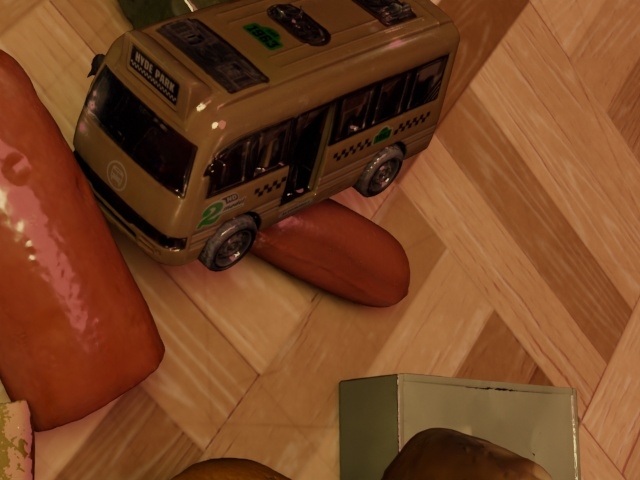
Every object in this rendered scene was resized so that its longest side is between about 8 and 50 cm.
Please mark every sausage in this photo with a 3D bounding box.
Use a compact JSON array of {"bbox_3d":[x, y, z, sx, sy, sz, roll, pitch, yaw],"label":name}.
[{"bbox_3d":[-0.203,-0.009,0.726,0.113,0.113,0.259,-31,100,-40],"label":"sausage"},{"bbox_3d":[0.000,0.000,0.915,0.194,0.077,0.077,25,64,-32],"label":"sausage"}]

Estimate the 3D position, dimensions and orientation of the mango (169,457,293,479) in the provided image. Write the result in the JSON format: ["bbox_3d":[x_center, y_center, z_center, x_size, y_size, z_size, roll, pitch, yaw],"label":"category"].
[{"bbox_3d":[-0.086,0.244,0.749,0.248,0.151,0.156,-16,125,-50],"label":"mango"}]

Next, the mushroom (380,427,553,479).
[{"bbox_3d":[0.041,0.333,0.691,0.313,0.224,0.398,-18,109,-48],"label":"mushroom"}]

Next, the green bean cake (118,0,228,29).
[{"bbox_3d":[-0.096,-0.256,0.886,0.183,0.094,0.185,-32,99,-39],"label":"green bean cake"}]

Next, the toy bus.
[{"bbox_3d":[-0.034,-0.102,0.807,0.289,0.157,0.139,-26,57,-38],"label":"toy bus"}]

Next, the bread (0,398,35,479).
[{"bbox_3d":[-0.215,0.215,0.674,0.049,0.088,0.226,8,73,-40],"label":"bread"}]

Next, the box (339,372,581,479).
[{"bbox_3d":[0.126,0.192,0.961,0.225,0.086,0.130,10,73,-37],"label":"box"}]
